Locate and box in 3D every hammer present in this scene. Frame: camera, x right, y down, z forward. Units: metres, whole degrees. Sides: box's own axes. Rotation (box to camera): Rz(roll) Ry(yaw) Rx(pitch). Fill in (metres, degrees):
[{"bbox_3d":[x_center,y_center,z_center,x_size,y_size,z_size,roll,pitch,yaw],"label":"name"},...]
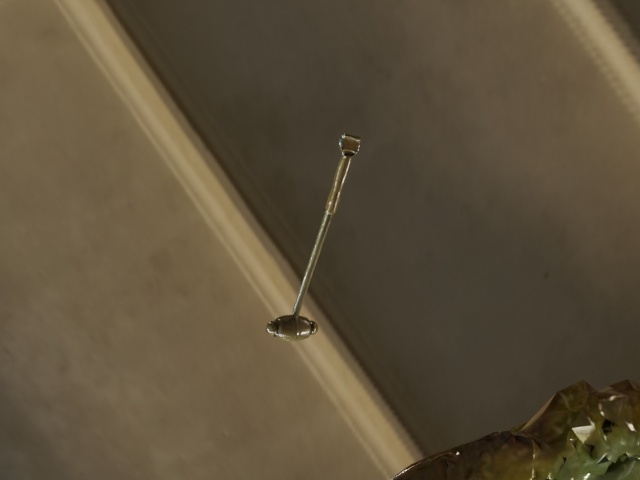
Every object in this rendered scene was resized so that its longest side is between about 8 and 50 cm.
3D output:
[{"bbox_3d":[0.000,0.000,0.946,0.029,0.123,0.014,3,-149,-27],"label":"hammer"}]

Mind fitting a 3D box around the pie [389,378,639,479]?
[{"bbox_3d":[0.033,0.186,0.758,0.288,0.355,0.103,-5,-128,-43],"label":"pie"}]
